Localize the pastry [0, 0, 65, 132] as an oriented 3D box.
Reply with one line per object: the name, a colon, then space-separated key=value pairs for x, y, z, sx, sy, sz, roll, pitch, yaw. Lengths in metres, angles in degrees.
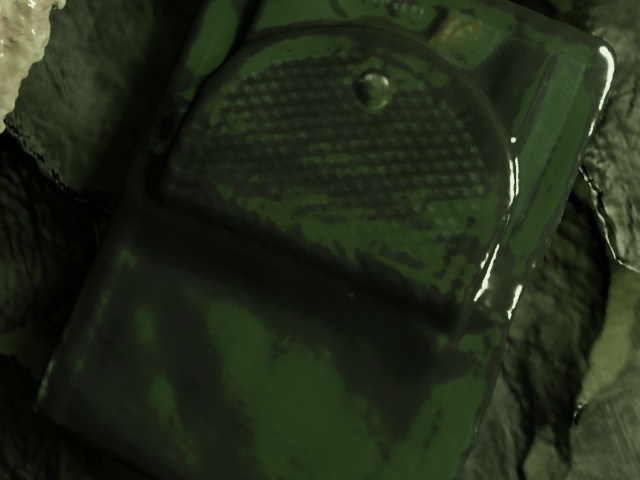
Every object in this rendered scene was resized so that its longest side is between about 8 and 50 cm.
pastry: x=-0.229 y=-0.094 z=0.811 sx=0.103 sy=0.112 sz=0.265 roll=38 pitch=95 yaw=25

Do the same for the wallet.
wallet: x=0.000 y=0.000 z=0.782 sx=0.247 sy=0.041 sz=0.323 roll=24 pitch=95 yaw=17
